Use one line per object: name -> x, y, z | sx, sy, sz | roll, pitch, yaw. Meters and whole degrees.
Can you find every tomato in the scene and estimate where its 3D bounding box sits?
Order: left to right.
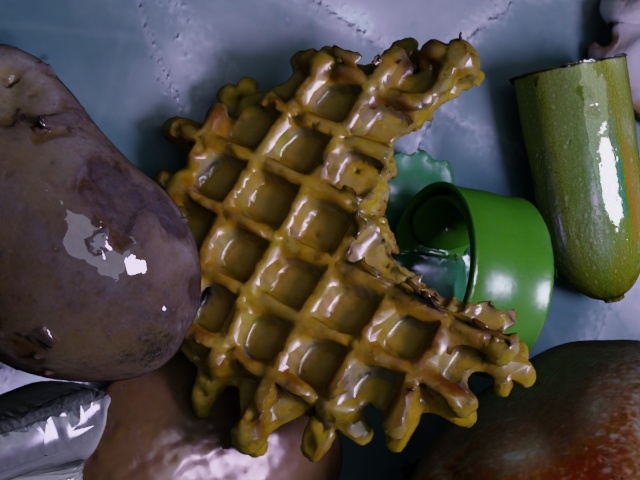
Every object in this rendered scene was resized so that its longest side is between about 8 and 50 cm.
tomato -> 0.186, 0.201, 1.205 | 0.303, 0.303, 0.239 | -38, 90, -25

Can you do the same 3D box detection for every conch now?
conch -> 0.278, -0.150, 1.420 | 0.104, 0.094, 0.176 | -54, 136, -35

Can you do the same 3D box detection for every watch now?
watch -> 0.092, 0.011, 1.253 | 0.131, 0.152, 0.165 | 13, 80, -24

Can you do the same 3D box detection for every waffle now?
waffle -> 0.000, 0.000, 1.170 | 0.259, 0.069, 0.293 | -14, 68, 9

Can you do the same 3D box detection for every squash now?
squash -> 0.207, -0.044, 1.351 | 0.095, 0.095, 0.188 | -10, 89, -28

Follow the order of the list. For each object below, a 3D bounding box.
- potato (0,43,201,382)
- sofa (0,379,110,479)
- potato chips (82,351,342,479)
potato -> -0.192, -0.014, 1.100 | 0.165, 0.165, 0.262 | -43, 93, -24
sofa -> -0.208, 0.217, 1.061 | 0.210, 0.176, 0.225 | -19, 93, -28
potato chips -> -0.072, 0.156, 1.204 | 0.208, 0.062, 0.195 | 22, 77, -26
